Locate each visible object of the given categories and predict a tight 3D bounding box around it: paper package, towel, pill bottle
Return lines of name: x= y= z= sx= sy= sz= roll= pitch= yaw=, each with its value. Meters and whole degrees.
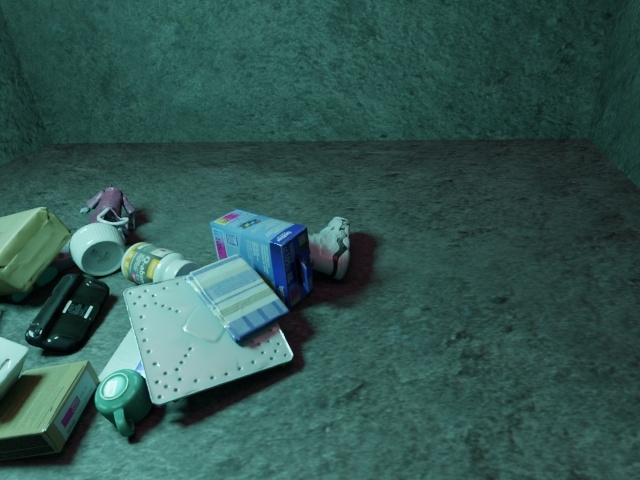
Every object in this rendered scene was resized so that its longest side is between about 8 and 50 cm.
paper package: x=-1.167 y=0.050 z=1.707 sx=0.325 sy=0.168 sz=0.309 roll=-7 pitch=45 yaw=28
towel: x=-0.255 y=0.167 z=1.387 sx=0.209 sy=0.034 sz=0.285 roll=-25 pitch=58 yaw=-39
pill bottle: x=-0.587 y=0.111 z=1.682 sx=0.279 sy=0.162 sz=0.162 roll=14 pitch=34 yaw=31

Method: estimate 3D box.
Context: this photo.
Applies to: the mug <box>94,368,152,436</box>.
mug: x=-0.502 y=0.405 z=1.171 sx=0.158 sy=0.097 sz=0.129 roll=23 pitch=55 yaw=33

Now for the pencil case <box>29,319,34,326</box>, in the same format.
pencil case: x=-0.911 y=0.261 z=1.555 sx=0.070 sy=0.064 sz=0.151 roll=21 pitch=35 yaw=8

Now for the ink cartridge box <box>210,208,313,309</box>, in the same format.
ink cartridge box: x=-0.179 y=0.065 z=1.591 sx=0.396 sy=0.269 sz=0.151 roll=15 pitch=36 yaw=31

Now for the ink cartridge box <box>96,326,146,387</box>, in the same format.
ink cartridge box: x=-0.516 y=0.357 z=1.324 sx=0.206 sy=0.045 sz=0.208 roll=6 pitch=47 yaw=20

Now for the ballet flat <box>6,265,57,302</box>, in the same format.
ballet flat: x=-1.120 y=0.166 z=1.755 sx=0.074 sy=0.074 sz=0.203 roll=9 pitch=38 yaw=23

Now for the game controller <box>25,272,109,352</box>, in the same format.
game controller: x=-0.839 y=0.236 z=1.528 sx=0.167 sy=0.067 sz=0.319 roll=25 pitch=34 yaw=-18

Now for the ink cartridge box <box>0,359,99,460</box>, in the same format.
ink cartridge box: x=-0.721 y=0.433 z=1.173 sx=0.193 sy=0.088 sz=0.234 roll=-9 pitch=29 yaw=6

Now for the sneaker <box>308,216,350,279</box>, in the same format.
sneaker: x=0.000 y=0.000 z=1.769 sx=0.210 sy=0.137 sz=0.365 roll=15 pitch=32 yaw=-8

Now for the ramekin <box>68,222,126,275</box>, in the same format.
ramekin: x=-0.879 y=0.045 z=1.809 sx=0.207 sy=0.207 sz=0.109 roll=-22 pitch=43 yaw=-28

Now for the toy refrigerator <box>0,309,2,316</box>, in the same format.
toy refrigerator: x=-1.142 y=0.285 z=1.507 sx=0.094 sy=0.102 sz=0.269 roll=-15 pitch=30 yaw=-18

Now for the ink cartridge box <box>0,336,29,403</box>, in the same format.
ink cartridge box: x=-0.857 y=0.380 z=1.164 sx=0.092 sy=0.218 sz=0.158 roll=30 pitch=25 yaw=-14

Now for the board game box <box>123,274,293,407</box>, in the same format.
board game box: x=-0.333 y=0.256 z=1.330 sx=0.390 sy=0.050 sz=0.390 roll=-12 pitch=49 yaw=-28

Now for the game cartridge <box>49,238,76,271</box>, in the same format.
game cartridge: x=-1.163 y=0.085 z=1.927 sx=0.294 sy=0.060 sz=0.196 roll=-21 pitch=37 yaw=-27

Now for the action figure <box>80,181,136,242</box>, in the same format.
action figure: x=-0.974 y=-0.140 z=2.063 sx=0.248 sy=0.275 sz=0.370 roll=4 pitch=53 yaw=-19
